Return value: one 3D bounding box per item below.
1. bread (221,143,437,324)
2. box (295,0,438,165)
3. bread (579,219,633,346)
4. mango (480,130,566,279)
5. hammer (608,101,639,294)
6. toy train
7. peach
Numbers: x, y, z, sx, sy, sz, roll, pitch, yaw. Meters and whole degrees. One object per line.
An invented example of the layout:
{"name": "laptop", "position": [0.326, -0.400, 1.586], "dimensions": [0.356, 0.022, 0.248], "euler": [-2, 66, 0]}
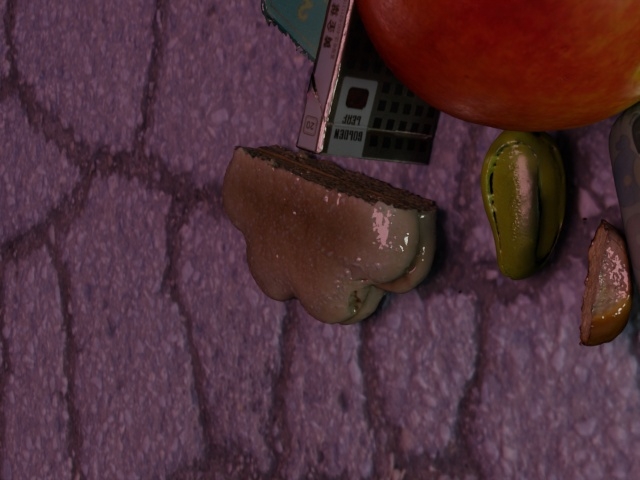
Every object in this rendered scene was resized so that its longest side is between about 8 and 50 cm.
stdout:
{"name": "bread", "position": [-0.003, -0.002, 1.619], "dimensions": [0.337, 0.102, 0.183], "euler": [23, 105, 45]}
{"name": "box", "position": [0.083, -0.247, 1.481], "dimensions": [0.047, 0.180, 0.325], "euler": [24, 106, 43]}
{"name": "bread", "position": [0.283, 0.044, 1.319], "dimensions": [0.044, 0.129, 0.126], "euler": [7, 93, 9]}
{"name": "mango", "position": [0.214, -0.040, 1.417], "dimensions": [0.091, 0.074, 0.165], "euler": [14, 110, 41]}
{"name": "hammer", "position": [0.420, -0.061, 1.184], "dimensions": [0.335, 0.119, 0.206], "euler": [-18, 76, 38]}
{"name": "toy train", "position": [0.024, -0.299, 1.600], "dimensions": [0.203, 0.112, 0.163], "euler": [50, 129, 36]}
{"name": "peach", "position": [0.191, -0.283, 1.247], "dimensions": [0.388, 0.388, 0.388], "euler": [-2, 87, 46]}
